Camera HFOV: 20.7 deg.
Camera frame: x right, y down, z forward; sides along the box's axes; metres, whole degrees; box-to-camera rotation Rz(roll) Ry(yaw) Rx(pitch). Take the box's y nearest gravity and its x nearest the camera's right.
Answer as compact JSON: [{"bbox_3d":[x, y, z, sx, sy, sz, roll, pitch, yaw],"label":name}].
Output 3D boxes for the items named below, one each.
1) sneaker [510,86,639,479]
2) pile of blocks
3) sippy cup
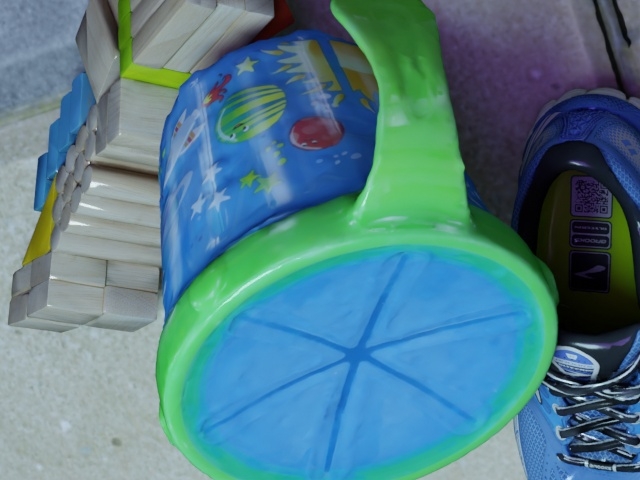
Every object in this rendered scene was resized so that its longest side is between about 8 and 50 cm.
[{"bbox_3d":[0.166,0.076,1.114,0.130,0.147,0.330,-3,104,21],"label":"sneaker"},{"bbox_3d":[-0.111,-0.079,1.212,0.113,0.149,0.362,10,126,-28],"label":"pile of blocks"},{"bbox_3d":[0.000,0.000,1.061,0.305,0.240,0.224,-38,44,21],"label":"sippy cup"}]
